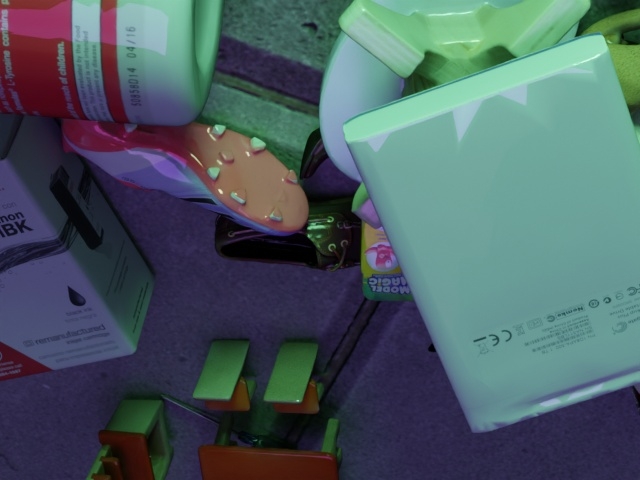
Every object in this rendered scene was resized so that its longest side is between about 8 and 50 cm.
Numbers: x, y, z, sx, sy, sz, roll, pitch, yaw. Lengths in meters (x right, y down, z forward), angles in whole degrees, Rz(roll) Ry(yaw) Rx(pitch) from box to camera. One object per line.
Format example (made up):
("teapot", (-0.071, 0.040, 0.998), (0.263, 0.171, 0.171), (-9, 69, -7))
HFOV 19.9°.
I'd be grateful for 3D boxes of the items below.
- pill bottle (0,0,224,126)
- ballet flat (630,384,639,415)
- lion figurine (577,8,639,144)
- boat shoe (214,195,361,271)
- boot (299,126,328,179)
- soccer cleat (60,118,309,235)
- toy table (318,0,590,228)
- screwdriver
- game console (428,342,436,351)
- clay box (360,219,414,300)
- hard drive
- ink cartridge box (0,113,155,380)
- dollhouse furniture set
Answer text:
("pill bottle", (-0.291, -0.220, 1.492), (0.408, 0.229, 0.229), (4, 134, 4))
("ballet flat", (0.342, 0.144, 1.846), (0.077, 0.079, 0.221), (-10, 131, 19))
("lion figurine", (0.259, -0.058, 1.605), (0.240, 0.142, 0.392), (11, 98, 25))
("boat shoe", (0.000, 0.000, 1.767), (0.207, 0.073, 0.073), (3, 133, 4))
("boot", (0.047, -0.081, 1.709), (0.114, 0.037, 0.106), (18, 132, -14))
("soccer cleat", (-0.128, -0.069, 1.718), (0.248, 0.083, 0.095), (26, 147, -11))
("toy table", (0.114, -0.130, 1.513), (0.252, 0.161, 0.274), (26, 112, -13))
("screwdriver", (-0.103, 0.209, 2.020), (0.170, 0.024, 0.025), (26, 161, -7))
("game console", (0.181, 0.117, 1.850), (0.122, 0.071, 0.107), (-7, 131, 16))
("clay box", (0.101, -0.049, 1.673), (0.127, 0.053, 0.222), (1, 119, -1))
("hard drive", (0.171, 0.003, 1.471), (0.210, 0.040, 0.318), (-19, 124, 9))
("ink cartridge box", (-0.314, 0.000, 1.784), (0.197, 0.114, 0.273), (-13, 129, 20))
("dollhouse furniture set", (-0.106, 0.249, 1.950), (0.259, 0.135, 0.262), (2, 126, 13))
